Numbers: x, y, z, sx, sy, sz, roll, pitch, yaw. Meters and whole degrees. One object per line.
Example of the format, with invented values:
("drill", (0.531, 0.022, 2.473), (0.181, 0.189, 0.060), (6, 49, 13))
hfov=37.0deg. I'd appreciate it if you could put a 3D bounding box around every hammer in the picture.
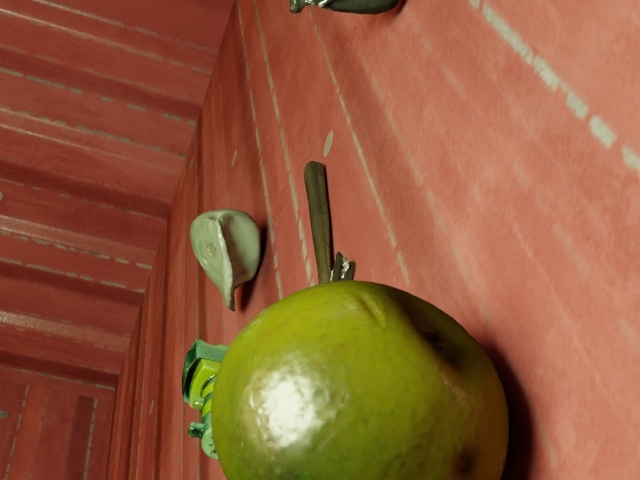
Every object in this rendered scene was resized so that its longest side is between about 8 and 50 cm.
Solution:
("hammer", (-0.001, 0.000, 1.114), (0.297, 0.027, 0.125), (-95, 24, -53))

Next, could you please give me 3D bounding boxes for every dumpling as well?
("dumpling", (-0.133, 0.019, 1.469), (0.108, 0.152, 0.219), (-33, -2, -3))

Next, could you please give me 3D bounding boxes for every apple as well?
("apple", (0.028, 0.114, 0.602), (0.157, 0.196, 0.196), (-50, 22, 16))

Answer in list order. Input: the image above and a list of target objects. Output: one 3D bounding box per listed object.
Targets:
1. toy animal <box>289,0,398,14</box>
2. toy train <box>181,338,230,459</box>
("toy animal", (0.045, -0.346, 1.030), (0.245, 0.146, 0.114), (-64, 0, 29))
("toy train", (-0.085, 0.188, 1.042), (0.200, 0.132, 0.083), (-117, 42, -71))
